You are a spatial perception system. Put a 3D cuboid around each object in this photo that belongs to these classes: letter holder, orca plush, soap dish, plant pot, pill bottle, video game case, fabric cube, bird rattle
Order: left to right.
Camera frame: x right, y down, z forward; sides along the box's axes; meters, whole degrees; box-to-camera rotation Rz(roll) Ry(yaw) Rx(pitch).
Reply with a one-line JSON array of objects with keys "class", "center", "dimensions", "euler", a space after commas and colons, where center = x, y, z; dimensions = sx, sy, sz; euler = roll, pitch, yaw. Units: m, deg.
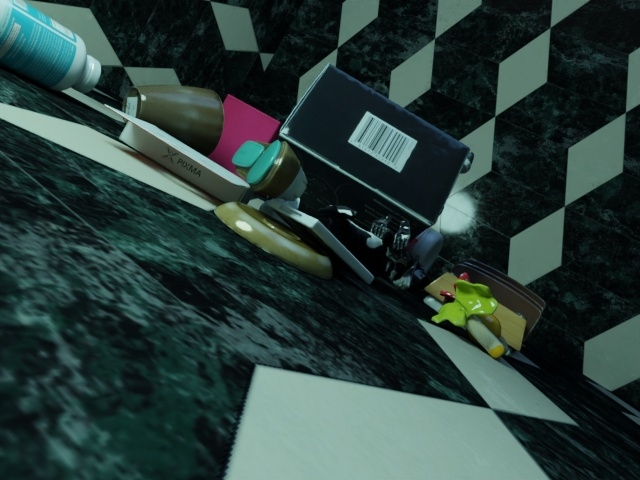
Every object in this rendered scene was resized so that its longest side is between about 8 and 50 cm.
[{"class": "pill bottle", "center": [-0.640, -0.435, 0.997], "dimensions": [0.146, 0.146, 0.264], "euler": [34, 6, 31]}, {"class": "plant pot", "center": [-0.439, -0.360, 1.288], "dimensions": [0.215, 0.215, 0.230], "euler": [34, 21, 35]}, {"class": "fabric cube", "center": [-0.257, -0.340, 1.667], "dimensions": [0.254, 0.258, 0.259], "euler": [32, 5, 21]}, {"class": "plant pot", "center": [-0.074, -0.008, 0.781], "dimensions": [0.236, 0.032, 0.236], "euler": [30, 6, -3]}, {"class": "video game case", "center": [0.000, 0.000, 0.862], "dimensions": [0.190, 0.022, 0.173], "euler": [45, -9, -36]}, {"class": "orca plush", "center": [0.093, 0.029, 0.971], "dimensions": [0.287, 0.151, 0.102], "euler": [68, 12, -58]}, {"class": "pill bottle", "center": [0.276, -0.023, 1.839], "dimensions": [0.408, 0.229, 0.229], "euler": [33, 6, 25]}, {"class": "bird rattle", "center": [0.365, 0.192, 1.074], "dimensions": [0.207, 0.143, 0.253], "euler": [54, 8, 17]}, {"class": "soap dish", "center": [0.455, 0.204, 1.293], "dimensions": [0.291, 0.118, 0.229], "euler": [34, 6, 23]}, {"class": "letter holder", "center": [0.579, 0.183, 1.481], "dimensions": [0.302, 0.214, 0.152], "euler": [34, -12, 25]}]

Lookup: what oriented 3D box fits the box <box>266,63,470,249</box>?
[{"class": "box", "center": [0.114, -0.200, 1.406], "dimensions": [0.480, 0.297, 0.472], "euler": [31, -21, -1]}]

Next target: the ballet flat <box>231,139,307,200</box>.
[{"class": "ballet flat", "center": [-0.098, -0.140, 0.932], "dimensions": [0.124, 0.116, 0.342], "euler": [37, -3, -25]}]

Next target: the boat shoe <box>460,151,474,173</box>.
[{"class": "boat shoe", "center": [0.370, -0.279, 1.396], "dimensions": [0.229, 0.076, 0.080], "euler": [22, -23, 30]}]

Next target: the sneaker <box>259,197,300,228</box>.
[{"class": "sneaker", "center": [-0.085, -0.078, 1.037], "dimensions": [0.080, 0.094, 0.212], "euler": [28, 6, -20]}]

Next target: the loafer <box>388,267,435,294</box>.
[{"class": "loafer", "center": [0.338, 0.125, 1.586], "dimensions": [0.220, 0.080, 0.078], "euler": [30, 5, -12]}]

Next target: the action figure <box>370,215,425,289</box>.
[{"class": "action figure", "center": [0.201, 0.050, 1.255], "dimensions": [0.164, 0.141, 0.275], "euler": [25, -22, 27]}]

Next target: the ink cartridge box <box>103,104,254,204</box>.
[{"class": "ink cartridge box", "center": [-0.277, -0.157, 0.900], "dimensions": [0.275, 0.060, 0.239], "euler": [31, 6, -2]}]
